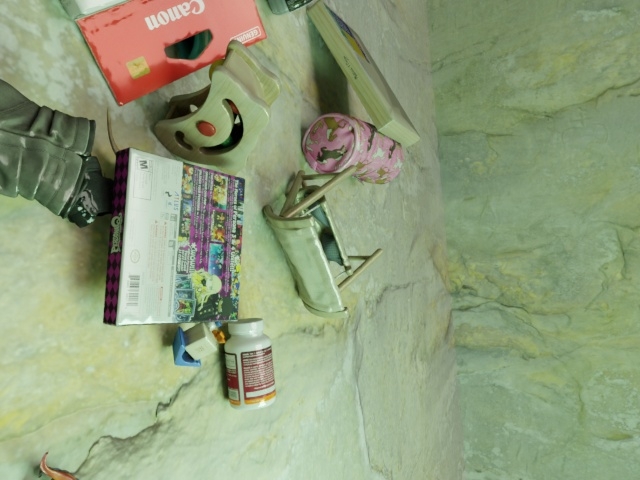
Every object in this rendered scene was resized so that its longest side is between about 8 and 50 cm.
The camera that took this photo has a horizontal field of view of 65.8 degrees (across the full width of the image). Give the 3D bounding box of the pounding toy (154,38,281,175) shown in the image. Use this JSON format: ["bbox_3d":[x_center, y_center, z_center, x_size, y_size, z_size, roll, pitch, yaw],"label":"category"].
[{"bbox_3d":[-0.166,-0.220,0.815,0.154,0.269,0.155,24,55,-15],"label":"pounding toy"}]

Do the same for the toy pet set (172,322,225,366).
[{"bbox_3d":[-0.210,0.151,0.809,0.122,0.065,0.114,64,-2,-40],"label":"toy pet set"}]

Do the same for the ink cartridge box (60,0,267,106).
[{"bbox_3d":[-0.219,-0.376,0.715,0.296,0.066,0.261,-37,122,-26],"label":"ink cartridge box"}]

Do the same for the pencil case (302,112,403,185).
[{"bbox_3d":[0.099,-0.242,1.360,0.386,0.160,0.167,-2,103,-64],"label":"pencil case"}]

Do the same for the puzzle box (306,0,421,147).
[{"bbox_3d":[0.130,-0.462,1.404,0.272,0.052,0.409,-1,60,-63],"label":"puzzle box"}]

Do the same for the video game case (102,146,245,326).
[{"bbox_3d":[-0.201,0.004,0.718,0.210,0.042,0.232,8,82,-52],"label":"video game case"}]

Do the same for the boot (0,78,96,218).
[{"bbox_3d":[-0.327,-0.060,0.494,0.161,0.083,0.246,26,57,-28],"label":"boot"}]

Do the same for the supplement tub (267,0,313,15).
[{"bbox_3d":[-0.091,-0.617,1.103,0.190,0.117,0.117,65,32,-33],"label":"supplement tub"}]

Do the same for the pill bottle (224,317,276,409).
[{"bbox_3d":[-0.129,0.221,0.900,0.086,0.086,0.152,-5,90,-64],"label":"pill bottle"}]

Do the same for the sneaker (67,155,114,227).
[{"bbox_3d":[-0.313,-0.055,0.625,0.170,0.051,0.089,-38,115,-63],"label":"sneaker"}]

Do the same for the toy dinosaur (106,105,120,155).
[{"bbox_3d":[-0.264,-0.091,0.739,0.211,0.064,0.112,41,35,-67],"label":"toy dinosaur"}]

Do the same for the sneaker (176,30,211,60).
[{"bbox_3d":[-0.243,-0.413,0.787,0.110,0.107,0.275,-59,136,-33],"label":"sneaker"}]

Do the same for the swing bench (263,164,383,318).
[{"bbox_3d":[0.000,0.000,1.124,0.254,0.165,0.253,-53,132,-46],"label":"swing bench"}]

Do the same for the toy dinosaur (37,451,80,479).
[{"bbox_3d":[-0.293,0.294,0.577,0.082,0.090,0.047,22,42,-12],"label":"toy dinosaur"}]
